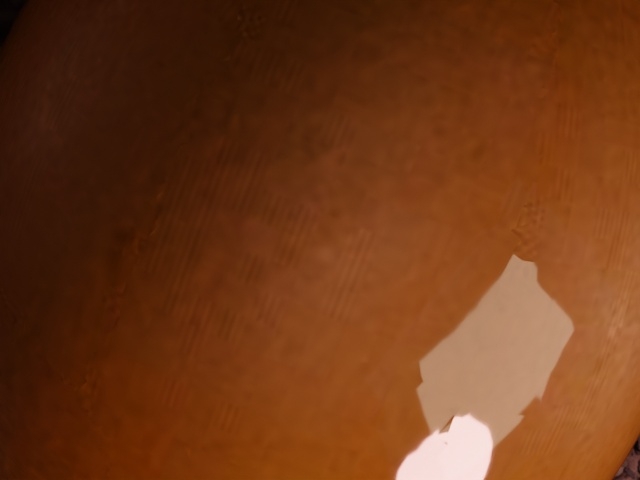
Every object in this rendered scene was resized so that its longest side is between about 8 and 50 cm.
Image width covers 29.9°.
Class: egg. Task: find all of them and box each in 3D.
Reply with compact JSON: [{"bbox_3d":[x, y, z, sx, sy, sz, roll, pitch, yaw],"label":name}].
[{"bbox_3d":[0.000,0.000,0.472,0.282,0.282,0.351,-16,131,-49],"label":"egg"}]
